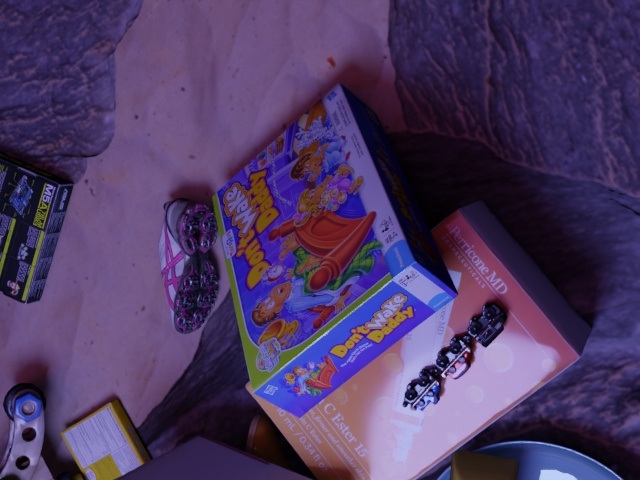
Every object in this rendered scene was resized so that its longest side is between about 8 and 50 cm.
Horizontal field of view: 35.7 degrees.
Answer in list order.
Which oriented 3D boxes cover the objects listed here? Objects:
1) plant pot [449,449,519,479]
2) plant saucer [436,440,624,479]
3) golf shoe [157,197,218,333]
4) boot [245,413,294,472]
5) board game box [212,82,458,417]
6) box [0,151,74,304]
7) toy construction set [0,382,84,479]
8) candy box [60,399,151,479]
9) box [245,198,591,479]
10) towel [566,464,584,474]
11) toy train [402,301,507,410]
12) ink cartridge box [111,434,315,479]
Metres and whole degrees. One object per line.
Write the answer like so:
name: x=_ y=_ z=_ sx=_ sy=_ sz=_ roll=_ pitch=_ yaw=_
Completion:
plant pot: x=0.191 y=0.308 z=1.179 sx=0.081 sy=0.083 sz=0.081 roll=7 pitch=102 yaw=9
plant saucer: x=0.275 y=0.396 z=1.235 sx=0.318 sy=0.044 sz=0.317 roll=4 pitch=99 yaw=23
golf shoe: x=-0.186 y=0.034 z=1.362 sx=0.086 sy=0.067 sz=0.186 roll=16 pitch=105 yaw=46
boot: x=0.016 y=0.368 z=1.312 sx=0.211 sy=0.104 sz=0.295 roll=-4 pitch=100 yaw=14
board game box: x=0.000 y=0.000 z=1.164 sx=0.233 sy=0.078 sz=0.347 roll=-40 pitch=38 yaw=18
box: x=-0.470 y=-0.028 z=1.457 sx=0.184 sy=0.045 sz=0.190 roll=21 pitch=102 yaw=13
toy construction set: x=-0.483 y=0.367 z=1.431 sx=0.309 sy=0.257 sz=0.237 roll=-14 pitch=110 yaw=45
candy box: x=-0.288 y=0.344 z=1.443 sx=0.105 sy=0.027 sz=0.206 roll=-31 pitch=86 yaw=19
box: x=0.120 y=0.142 z=1.206 sx=0.345 sy=0.168 sz=0.215 roll=-41 pitch=82 yaw=18
towel: x=0.398 y=0.362 z=1.212 sx=0.237 sy=0.021 sz=0.102 roll=22 pitch=102 yaw=16
toy train: x=0.148 y=0.132 z=1.092 sx=0.036 sy=0.027 sz=0.158 roll=41 pitch=107 yaw=-1
ink cartridge box: x=-0.092 y=0.469 z=1.212 sx=0.279 sy=0.160 sz=0.384 roll=8 pitch=113 yaw=45
